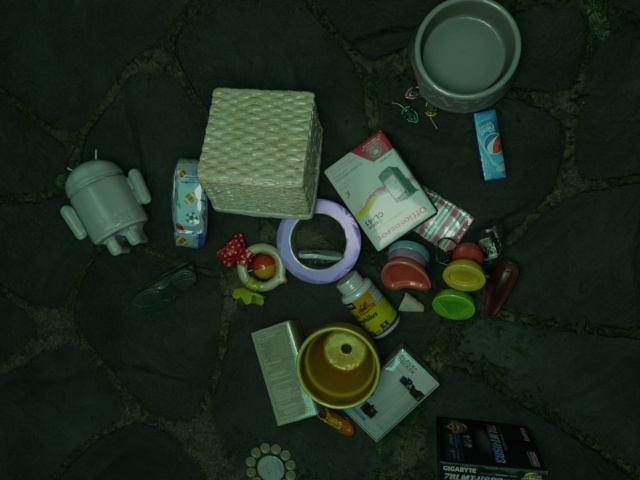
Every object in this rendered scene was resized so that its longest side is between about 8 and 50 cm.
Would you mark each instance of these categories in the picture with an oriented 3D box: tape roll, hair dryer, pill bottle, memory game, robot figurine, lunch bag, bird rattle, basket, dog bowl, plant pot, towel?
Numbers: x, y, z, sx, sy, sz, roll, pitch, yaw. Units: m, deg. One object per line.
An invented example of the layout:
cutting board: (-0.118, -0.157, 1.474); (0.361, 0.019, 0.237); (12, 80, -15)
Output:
tape roll: (0.000, 0.000, 1.816); (0.275, 0.090, 0.274); (1, 96, 10)
hair dryer: (0.507, 0.101, 1.748); (0.224, 0.080, 0.293); (-20, 94, 22)
pill bottle: (0.148, 0.201, 1.775); (0.117, 0.117, 0.215); (-38, 99, 11)
memory game: (-0.174, 0.799, 1.955); (0.186, 0.012, 0.186); (1, 95, 10)
robot figurine: (-0.717, -0.123, 1.873); (0.300, 0.200, 0.353); (-30, 90, -4)
lunch bag: (-0.409, -0.131, 1.806); (0.115, 0.243, 0.303); (5, 97, -6)
bird rattle: (-0.219, 0.090, 1.870); (0.207, 0.143, 0.253); (-17, 79, -1)
basket: (-0.175, -0.263, 1.681); (0.332, 0.266, 0.328); (5, 73, 7)
dog bowl: (0.434, -0.563, 1.669); (0.349, 0.102, 0.348); (0, 91, 7)
plant pot: (0.068, 0.369, 1.758); (0.254, 0.239, 0.253); (1, 95, 9)
towel: (0.370, -0.066, 1.776); (0.197, 0.029, 0.144); (33, 99, 6)

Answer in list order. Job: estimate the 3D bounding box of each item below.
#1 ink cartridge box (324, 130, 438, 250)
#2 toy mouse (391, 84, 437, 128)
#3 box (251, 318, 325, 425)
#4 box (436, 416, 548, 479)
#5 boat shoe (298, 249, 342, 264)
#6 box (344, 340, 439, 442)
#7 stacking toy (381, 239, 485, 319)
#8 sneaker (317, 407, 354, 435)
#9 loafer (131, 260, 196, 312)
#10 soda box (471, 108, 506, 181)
ink cartridge box: (0.191, -0.152, 1.736); (0.226, 0.131, 0.306); (-35, 83, 13)
toy mouse: (0.297, -0.429, 1.756); (0.143, 0.031, 0.160); (1, 95, 9)
box: (-0.103, 0.428, 1.825); (0.148, 0.121, 0.311); (-19, 80, 11)
box: (0.501, 0.635, 1.680); (0.294, 0.295, 0.073); (1, 97, 11)
boat shoe: (0.000, 0.056, 1.756); (0.142, 0.049, 0.040); (4, 114, 11)
box: (0.228, 0.492, 1.820); (0.169, 0.087, 0.290); (45, 100, 3)
stacking toy: (0.358, 0.108, 1.728); (0.309, 0.130, 0.279); (6, 140, 20)
sneaker: (0.037, 0.604, 1.874); (0.175, 0.067, 0.064); (35, 98, 4)
loafer: (-0.537, 0.162, 1.940); (0.268, 0.084, 0.096); (-30, 121, 15)
soda box: (0.516, -0.288, 1.710); (0.067, 0.071, 0.210); (-10, 93, 11)
